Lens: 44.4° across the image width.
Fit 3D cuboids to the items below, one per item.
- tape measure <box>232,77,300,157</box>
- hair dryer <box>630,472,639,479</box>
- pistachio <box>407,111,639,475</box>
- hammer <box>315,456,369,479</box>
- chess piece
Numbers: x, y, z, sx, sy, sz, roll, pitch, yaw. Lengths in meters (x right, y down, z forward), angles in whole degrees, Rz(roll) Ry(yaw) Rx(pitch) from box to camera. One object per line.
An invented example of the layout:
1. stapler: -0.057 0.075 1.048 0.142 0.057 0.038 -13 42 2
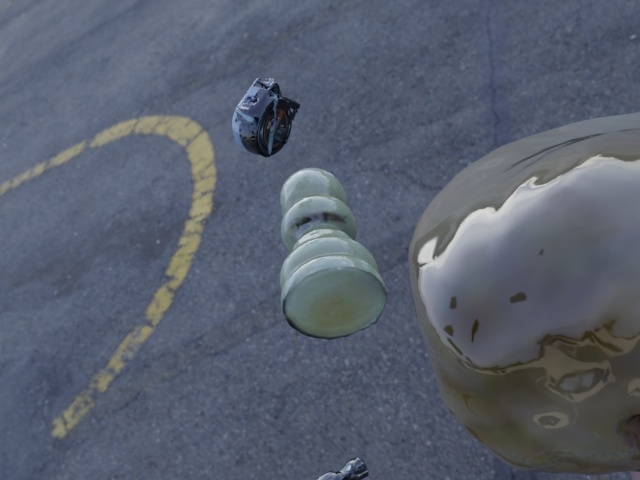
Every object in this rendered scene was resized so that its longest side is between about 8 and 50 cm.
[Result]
1. tape measure: -0.072 -0.158 1.023 0.054 0.091 0.094 22 84 30
2. hair dryer: 0.243 0.176 0.385 0.125 0.352 0.210 -18 71 15
3. pistachio: 0.169 0.016 0.414 0.288 0.166 0.197 -19 48 -33
4. hammer: 0.047 0.235 0.552 0.078 0.021 0.201 -29 36 -18
5. chess piece: 0.000 0.000 1.046 0.133 0.133 0.243 -31 40 16
